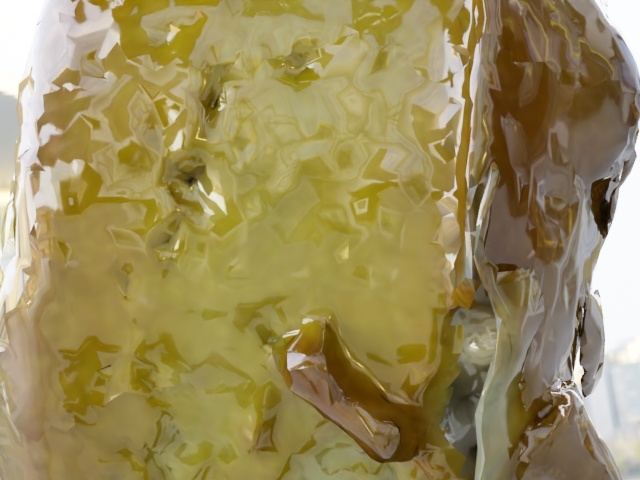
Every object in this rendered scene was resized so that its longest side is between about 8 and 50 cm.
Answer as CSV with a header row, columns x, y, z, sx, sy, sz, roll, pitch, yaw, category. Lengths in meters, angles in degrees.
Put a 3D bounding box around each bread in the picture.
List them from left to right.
x,y,z,sx,sy,sz,roll,pitch,yaw,category
0.000,0.001,0.499,0.204,0.358,0.337,0,-56,3,bread
